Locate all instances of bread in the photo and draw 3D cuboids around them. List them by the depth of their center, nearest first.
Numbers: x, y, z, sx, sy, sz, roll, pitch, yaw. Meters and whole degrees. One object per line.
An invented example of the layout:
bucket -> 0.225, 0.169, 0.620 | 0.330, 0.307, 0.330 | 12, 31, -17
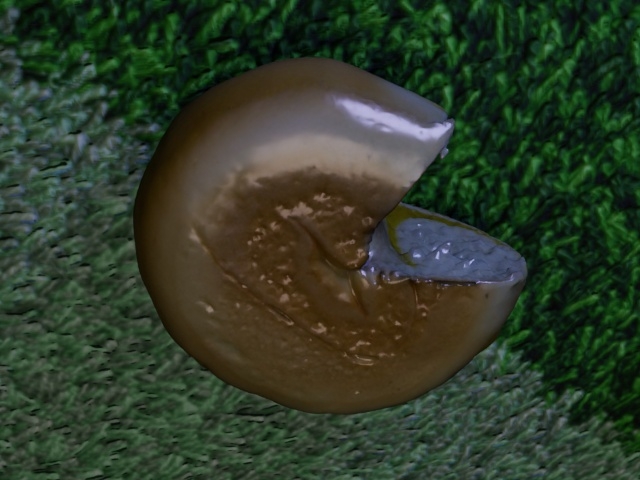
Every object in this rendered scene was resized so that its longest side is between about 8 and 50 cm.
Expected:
bread -> 0.000, 0.000, 0.805 | 0.333, 0.160, 0.333 | 0, 120, -1
